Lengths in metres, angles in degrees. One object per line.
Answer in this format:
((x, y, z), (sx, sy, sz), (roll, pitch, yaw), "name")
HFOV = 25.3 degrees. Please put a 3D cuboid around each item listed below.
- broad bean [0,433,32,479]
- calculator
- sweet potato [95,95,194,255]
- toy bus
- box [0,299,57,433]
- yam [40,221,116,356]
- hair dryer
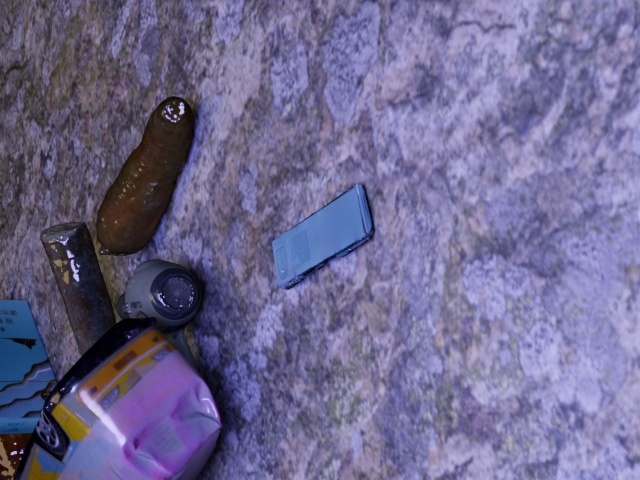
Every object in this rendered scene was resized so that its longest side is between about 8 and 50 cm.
((-0.451, 0.318, 2.097), (0.114, 0.084, 0.165), (152, 105, -73), "broad bean")
((0.000, 0.000, 1.359), (0.172, 0.018, 0.057), (-34, 65, 55), "calculator")
((-0.195, -0.076, 1.637), (0.273, 0.075, 0.075), (-56, 47, 44), "sweet potato")
((-0.222, 0.244, 1.570), (0.162, 0.171, 0.386), (40, 143, 7), "toy bus")
((-0.464, 0.175, 2.021), (0.041, 0.162, 0.229), (-60, 42, 34), "box")
((-0.268, 0.110, 1.717), (0.061, 0.061, 0.274), (3, 113, 59), "yam")
((-0.180, 0.117, 1.647), (0.219, 0.088, 0.224), (-150, 46, -62), "hair dryer")
